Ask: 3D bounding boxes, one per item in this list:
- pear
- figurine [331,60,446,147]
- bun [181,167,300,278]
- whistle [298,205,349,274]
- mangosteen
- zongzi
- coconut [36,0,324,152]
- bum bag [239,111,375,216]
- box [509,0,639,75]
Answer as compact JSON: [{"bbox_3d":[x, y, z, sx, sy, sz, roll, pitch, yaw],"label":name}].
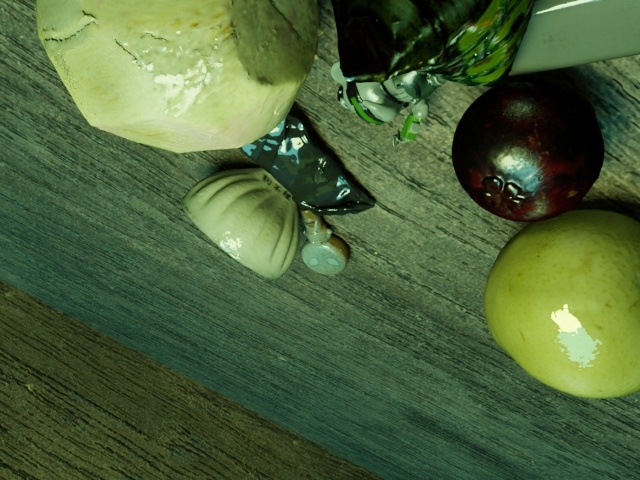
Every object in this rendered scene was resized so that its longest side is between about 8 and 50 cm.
[{"bbox_3d":[0.414,0.097,0.966,0.309,0.309,0.309,17,147,11],"label":"pear"},{"bbox_3d":[0.096,-0.224,0.871,0.147,0.126,0.192,23,165,-34],"label":"figurine"},{"bbox_3d":[-0.130,-0.062,1.212,0.263,0.175,0.263,38,-174,-5],"label":"bun"},{"bbox_3d":[0.000,0.000,1.308,0.107,0.057,0.220,0,136,23],"label":"whistle"},{"bbox_3d":[0.280,-0.125,0.812,0.210,0.210,0.210,17,147,11],"label":"mangosteen"},{"bbox_3d":[0.145,-0.320,0.565,0.319,0.383,0.362,37,110,-5],"label":"zongzi"},{"bbox_3d":[-0.190,-0.281,0.798,0.352,0.352,0.352,17,147,11],"label":"coconut"},{"bbox_3d":[-0.028,-0.129,1.120,0.137,0.074,0.310,-20,134,32],"label":"bum bag"},{"bbox_3d":[0.333,-0.266,0.713,0.243,0.055,0.103,-2,139,34],"label":"box"}]
